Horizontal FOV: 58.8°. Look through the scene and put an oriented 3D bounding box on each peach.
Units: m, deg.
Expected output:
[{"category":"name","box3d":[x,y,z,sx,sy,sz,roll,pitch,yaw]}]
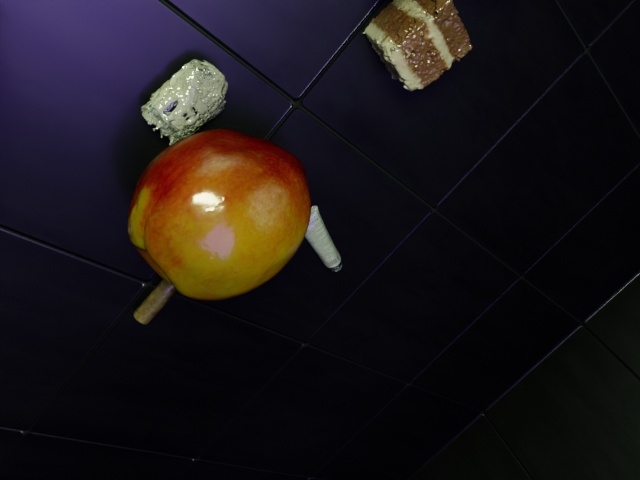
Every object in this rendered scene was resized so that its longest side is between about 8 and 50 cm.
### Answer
[{"category":"peach","box3d":[-0.170,-0.051,1.023,0.333,0.308,0.307,-33,135,-17]}]

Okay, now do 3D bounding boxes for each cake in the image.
[{"category":"cake","box3d":[0.174,-0.374,1.043,0.147,0.135,0.134,-35,134,9]}]

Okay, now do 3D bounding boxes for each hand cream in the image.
[{"category":"hand cream","box3d":[0.000,0.000,1.318,0.067,0.042,0.194,-27,129,5]}]

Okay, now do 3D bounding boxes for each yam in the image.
[{"category":"yam","box3d":[-0.279,0.055,1.215,0.045,0.045,0.327,43,100,-11]}]

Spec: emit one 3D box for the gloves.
[{"category":"gloves","box3d":[-0.225,-0.237,0.987,0.153,0.070,0.114,-41,133,6]}]
